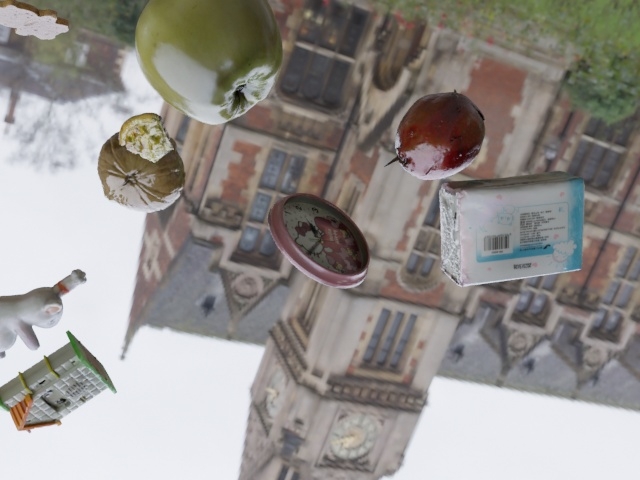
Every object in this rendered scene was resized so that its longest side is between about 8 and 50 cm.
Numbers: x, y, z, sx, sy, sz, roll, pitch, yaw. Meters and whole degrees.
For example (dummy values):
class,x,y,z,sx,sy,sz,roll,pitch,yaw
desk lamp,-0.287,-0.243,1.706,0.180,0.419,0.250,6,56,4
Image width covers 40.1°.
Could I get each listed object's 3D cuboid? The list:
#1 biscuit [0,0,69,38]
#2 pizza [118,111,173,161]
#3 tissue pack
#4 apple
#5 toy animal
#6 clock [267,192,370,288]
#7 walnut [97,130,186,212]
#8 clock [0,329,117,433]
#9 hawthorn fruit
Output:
class,x,y,z,sx,sy,sz,roll,pitch,yaw
biscuit,-0.674,-0.511,2.026,0.184,0.027,0.133,7,165,-41
pizza,-0.332,-0.192,1.660,0.099,0.036,0.160,49,149,-16
tissue pack,0.380,-0.027,1.742,0.271,0.202,0.124,-7,-169,-13
apple,-0.196,-0.340,1.538,0.262,0.262,0.262,19,-164,-6
toy animal,-0.676,0.175,2.079,0.282,0.138,0.141,-14,-143,4
clock,-0.001,0.001,1.810,0.244,0.056,0.244,27,-144,-22
walnut,-0.436,-0.174,2.150,0.227,0.228,0.228,19,-164,-6
clock,-0.703,0.386,2.296,0.106,0.255,0.220,51,170,34
hawthorn fruit,0.223,-0.197,1.781,0.235,0.181,0.181,-37,-134,-19
